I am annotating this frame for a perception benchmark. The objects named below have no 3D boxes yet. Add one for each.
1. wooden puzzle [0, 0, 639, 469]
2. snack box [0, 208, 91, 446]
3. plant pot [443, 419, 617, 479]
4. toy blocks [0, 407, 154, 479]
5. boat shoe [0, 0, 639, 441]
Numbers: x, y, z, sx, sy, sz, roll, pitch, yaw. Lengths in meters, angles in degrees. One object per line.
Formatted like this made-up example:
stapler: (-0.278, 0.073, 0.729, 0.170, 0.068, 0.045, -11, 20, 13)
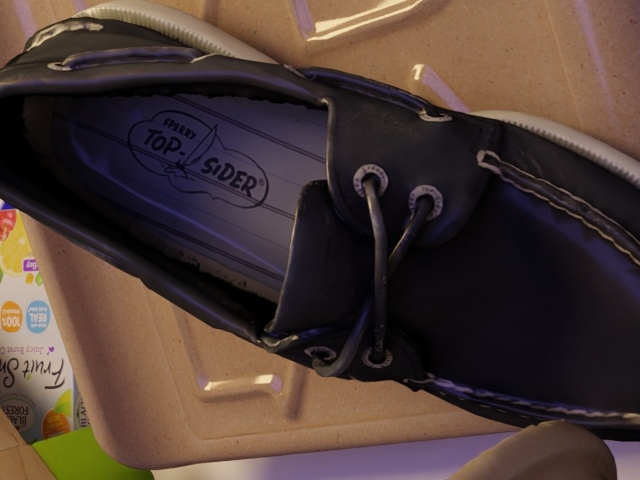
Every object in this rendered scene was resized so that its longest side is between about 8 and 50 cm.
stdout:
wooden puzzle: (0.005, -0.069, 0.680, 0.347, 0.080, 0.322, -13, 98, 35)
snack box: (-0.162, 0.052, 0.882, 0.100, 0.037, 0.141, -3, 86, 42)
plant pot: (0.123, 0.274, 0.469, 0.305, 0.334, 0.334, 30, 107, 26)
toy blocks: (-0.211, 0.218, 0.818, 0.381, 0.190, 0.261, 43, 133, 38)
boat shoe: (0.000, -0.004, 0.583, 0.340, 0.113, 0.127, 29, 119, 22)
